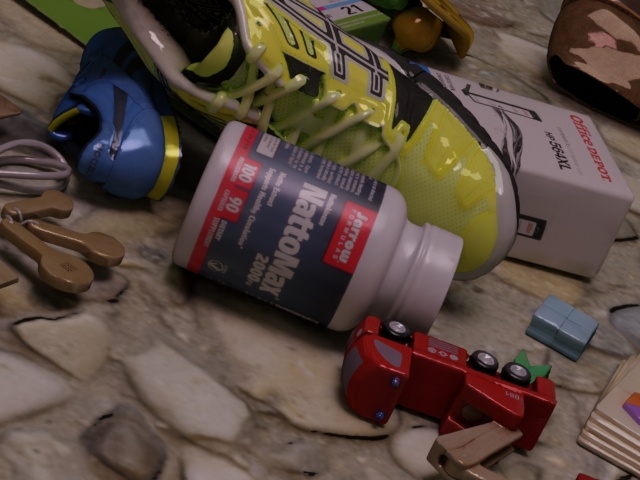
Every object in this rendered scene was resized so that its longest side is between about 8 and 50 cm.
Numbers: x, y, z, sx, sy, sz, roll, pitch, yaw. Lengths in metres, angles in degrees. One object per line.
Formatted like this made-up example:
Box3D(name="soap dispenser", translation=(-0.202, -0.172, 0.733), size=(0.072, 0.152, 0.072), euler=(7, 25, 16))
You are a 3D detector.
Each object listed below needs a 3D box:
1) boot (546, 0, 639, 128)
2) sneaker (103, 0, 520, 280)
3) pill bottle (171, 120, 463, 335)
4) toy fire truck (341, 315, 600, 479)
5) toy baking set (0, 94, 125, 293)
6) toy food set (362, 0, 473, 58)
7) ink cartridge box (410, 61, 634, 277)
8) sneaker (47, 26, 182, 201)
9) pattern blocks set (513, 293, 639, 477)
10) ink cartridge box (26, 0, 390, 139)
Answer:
Box3D(name="boot", translation=(0.363, -0.138, 1.833), size=(0.305, 0.112, 0.115), euler=(27, 57, -2))
Box3D(name="sneaker", translation=(-0.025, -0.099, 1.326), size=(0.384, 0.145, 0.147), euler=(39, 24, 4))
Box3D(name="pill bottle", translation=(0.000, 0.000, 1.250), size=(0.180, 0.108, 0.108), euler=(22, 27, -2))
Box3D(name="toy fire truck", translation=(0.102, 0.126, 1.172), size=(0.192, 0.047, 0.135), euler=(20, 28, -6))
Box3D(name="toy baking set", translation=(-0.238, -0.029, 1.208), size=(0.196, 0.030, 0.256), euler=(8, 31, -33))
Box3D(name="toy food set", translation=(0.065, -0.240, 1.791), size=(0.128, 0.071, 0.218), euler=(31, 17, -46))
Box3D(name="ink cartridge box", translation=(0.134, -0.061, 1.491), size=(0.203, 0.086, 0.148), euler=(14, 28, -17))
Box3D(name="sneaker", translation=(-0.162, -0.105, 1.352), size=(0.082, 0.069, 0.209), euler=(13, 30, -25))
Box3D(name="pattern blocks set", translation=(0.280, 0.148, 1.296), size=(0.324, 0.026, 0.285), euler=(25, 27, 3))
Box3D(name="ink cartridge box", translation=(-0.102, -0.196, 1.535), size=(0.255, 0.097, 0.189), euler=(35, 29, 19))
